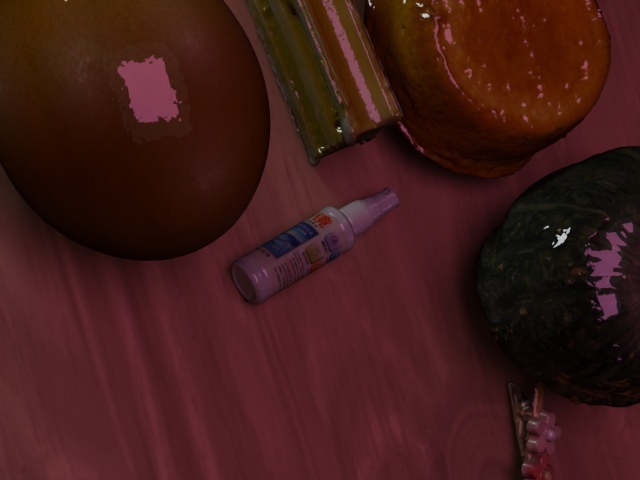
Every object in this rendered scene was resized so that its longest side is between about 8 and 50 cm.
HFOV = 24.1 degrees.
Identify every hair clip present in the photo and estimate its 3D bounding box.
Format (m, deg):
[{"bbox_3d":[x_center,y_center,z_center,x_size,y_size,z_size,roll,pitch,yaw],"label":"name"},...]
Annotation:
[{"bbox_3d":[0.254,0.267,1.773,0.062,0.056,0.213,15,71,-54],"label":"hair clip"}]

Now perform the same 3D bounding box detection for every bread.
[{"bbox_3d":[0.193,-0.233,1.774,0.312,0.172,0.312,5,79,-25],"label":"bread"}]

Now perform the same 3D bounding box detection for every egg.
[{"bbox_3d":[-0.201,-0.149,1.528,0.283,0.282,0.351,-20,87,-25],"label":"egg"}]

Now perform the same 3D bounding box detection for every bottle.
[{"bbox_3d":[0.000,0.000,1.710,0.217,0.060,0.060,-29,92,-25],"label":"bottle"}]

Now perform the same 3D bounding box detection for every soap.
[{"bbox_3d":[0.001,-0.214,1.709,0.076,0.135,0.233,-20,88,-25],"label":"soap"}]

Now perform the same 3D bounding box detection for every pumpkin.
[{"bbox_3d":[0.346,0.047,1.745,0.328,0.257,0.291,-33,101,-20],"label":"pumpkin"}]
